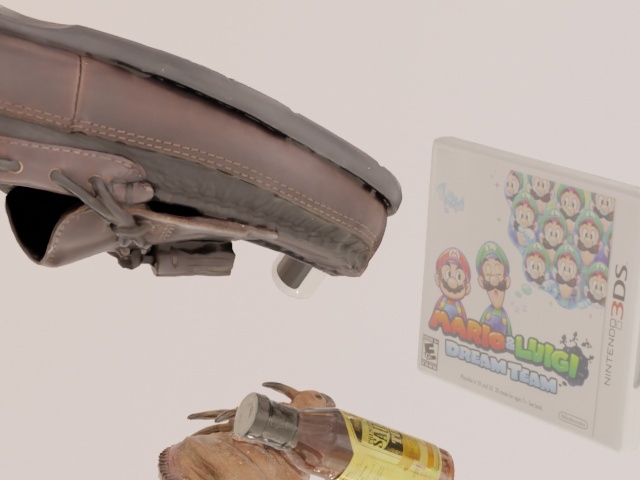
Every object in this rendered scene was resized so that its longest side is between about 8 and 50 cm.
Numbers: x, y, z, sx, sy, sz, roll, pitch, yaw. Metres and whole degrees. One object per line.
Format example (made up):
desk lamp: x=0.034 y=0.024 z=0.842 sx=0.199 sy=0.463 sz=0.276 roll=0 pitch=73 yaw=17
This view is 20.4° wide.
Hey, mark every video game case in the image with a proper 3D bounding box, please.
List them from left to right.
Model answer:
video game case: x=0.117 y=0.027 z=0.984 sx=0.019 sy=0.157 sz=0.143 roll=-11 pitch=-69 yaw=-40

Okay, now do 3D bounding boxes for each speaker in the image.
speaker: x=0.000 y=0.000 z=1.765 sx=0.055 sy=0.055 sz=0.136 roll=-31 pitch=-15 yaw=-39

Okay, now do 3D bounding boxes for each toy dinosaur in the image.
toy dinosaur: x=-0.082 y=0.217 z=1.621 sx=0.295 sy=0.127 sz=0.200 roll=20 pitch=-139 yaw=-59

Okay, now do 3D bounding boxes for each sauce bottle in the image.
sauce bottle: x=0.014 y=0.116 z=0.985 sx=0.128 sy=0.042 sz=0.042 roll=22 pitch=-97 yaw=-26

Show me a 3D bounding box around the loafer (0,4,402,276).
loafer: x=-0.114 y=-0.034 z=0.640 sx=0.302 sy=0.109 sz=0.095 roll=23 pitch=-103 yaw=-24
